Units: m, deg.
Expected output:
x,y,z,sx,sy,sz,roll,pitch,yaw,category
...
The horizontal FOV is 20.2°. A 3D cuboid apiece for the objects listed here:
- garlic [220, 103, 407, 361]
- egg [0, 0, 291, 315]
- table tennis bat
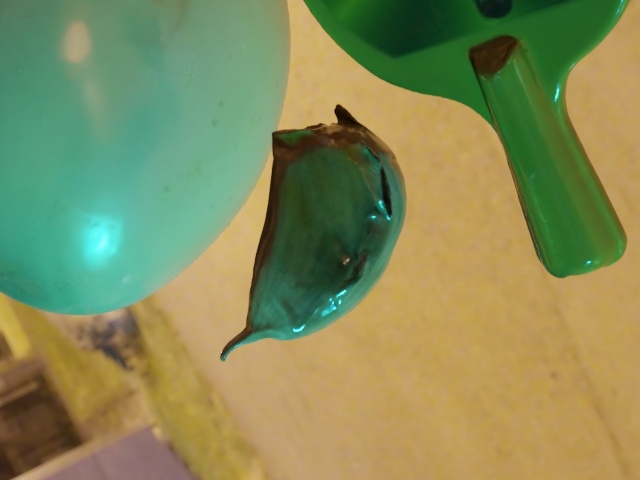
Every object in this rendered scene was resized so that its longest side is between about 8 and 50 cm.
x,y,z,sx,sy,sz,roll,pitch,yaw,category
0.003,0.000,1.005,0.066,0.084,0.152,-31,-47,-79,garlic
-0.162,-0.117,1.240,0.283,0.283,0.345,107,167,-74,egg
0.090,-0.123,0.953,0.321,0.198,0.050,66,-148,-20,table tennis bat
